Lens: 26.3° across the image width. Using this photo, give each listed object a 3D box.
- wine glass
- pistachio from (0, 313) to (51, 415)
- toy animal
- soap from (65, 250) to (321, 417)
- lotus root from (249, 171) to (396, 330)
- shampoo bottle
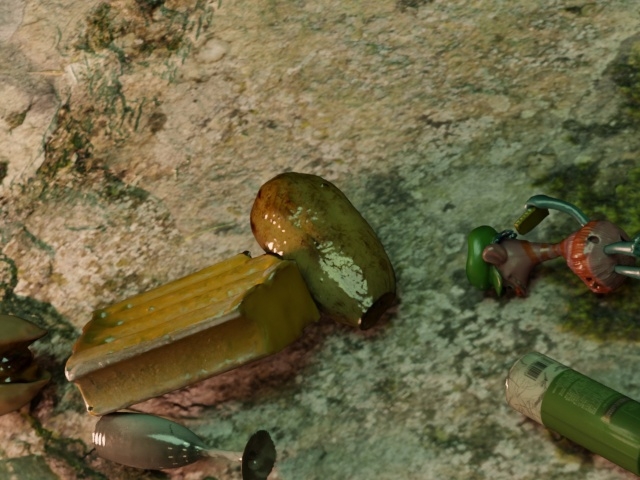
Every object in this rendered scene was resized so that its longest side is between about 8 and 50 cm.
[{"bbox_3d":[-0.145,0.213,1.405,0.198,0.066,0.066,3,53,31],"label":"wine glass"},{"bbox_3d":[-0.404,0.145,1.575,0.206,0.131,0.129,-7,93,17],"label":"pistachio"},{"bbox_3d":[0.245,0.003,1.360,0.208,0.100,0.103,-3,87,42],"label":"toy animal"},{"bbox_3d":[-0.130,0.089,1.461,0.258,0.080,0.160,-20,20,13],"label":"soap"},{"bbox_3d":[0.000,0.000,1.500,0.110,0.097,0.258,-40,46,-3],"label":"lotus root"},{"bbox_3d":[0.263,0.164,1.231,0.204,0.065,0.065,26,66,42],"label":"shampoo bottle"}]
